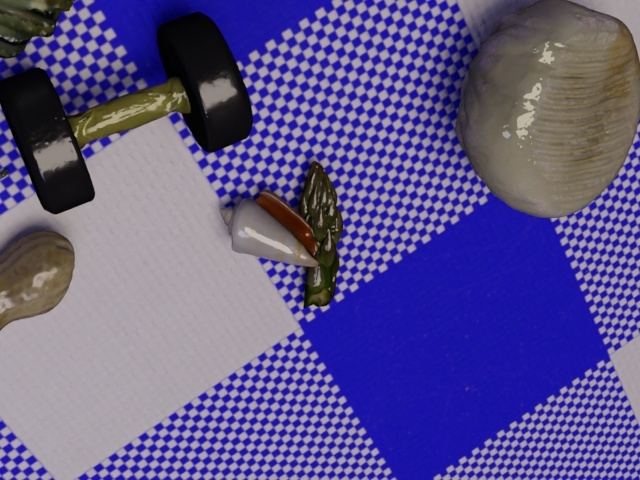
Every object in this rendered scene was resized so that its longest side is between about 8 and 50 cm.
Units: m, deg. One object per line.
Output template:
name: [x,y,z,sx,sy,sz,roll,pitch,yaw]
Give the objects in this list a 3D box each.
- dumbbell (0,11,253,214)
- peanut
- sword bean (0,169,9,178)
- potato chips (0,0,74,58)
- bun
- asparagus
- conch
dumbbell: [-0.279,-0.186,1.774,0.322,0.204,0.204,-23,123,-13]
peanut: [-0.481,0.084,1.879,0.256,0.123,0.123,-34,125,-1]
sword bean: [-0.499,-0.079,1.846,0.083,0.012,0.012,-41,125,1]
potato chips: [-0.483,-0.434,1.638,0.429,0.070,0.358,20,103,-32]
bun: [0.367,-0.223,2.042,0.365,0.219,0.365,-19,121,-34]
asparagus: [0.000,0.000,2.076,0.080,0.080,0.287,-11,116,-19]
conch: [-0.080,-0.017,2.002,0.176,0.104,0.094,16,131,6]
